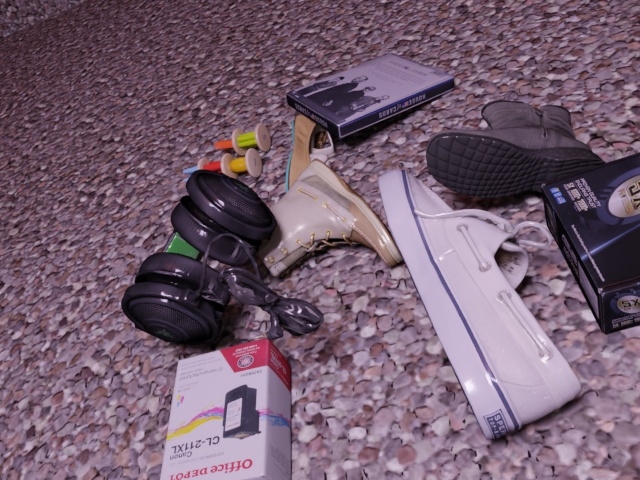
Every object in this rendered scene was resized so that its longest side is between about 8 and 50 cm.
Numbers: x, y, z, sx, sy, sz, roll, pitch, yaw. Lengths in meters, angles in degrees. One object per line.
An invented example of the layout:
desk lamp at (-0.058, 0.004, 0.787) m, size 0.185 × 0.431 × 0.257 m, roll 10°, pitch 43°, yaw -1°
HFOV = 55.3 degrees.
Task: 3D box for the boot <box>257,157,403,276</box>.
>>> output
boot at (0.000, 0.000, 0.861) m, size 0.165 × 0.077 × 0.213 m, roll -42°, pitch 59°, yaw -1°

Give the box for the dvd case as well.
dvd case at (0.084, -0.262, 1.070) m, size 0.239 × 0.029 × 0.179 m, roll -26°, pitch 39°, yaw -20°

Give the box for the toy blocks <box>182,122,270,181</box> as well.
toy blocks at (-0.176, -0.155, 1.125) m, size 0.148 × 0.054 × 0.123 m, roll -7°, pitch 47°, yaw 23°

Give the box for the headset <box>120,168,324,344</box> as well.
headset at (-0.133, 0.038, 0.802) m, size 0.243 × 0.185 × 0.394 m, roll -63°, pitch 19°, yaw -7°

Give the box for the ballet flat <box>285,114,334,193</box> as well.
ballet flat at (-0.015, -0.140, 1.010) m, size 0.073 × 0.080 × 0.232 m, roll -6°, pitch 46°, yaw 8°

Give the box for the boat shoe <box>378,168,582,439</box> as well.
boat shoe at (0.183, 0.029, 0.693) m, size 0.157 × 0.135 × 0.367 m, roll -24°, pitch 44°, yaw 6°

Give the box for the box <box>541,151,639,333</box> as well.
box at (0.350, -0.005, 0.678) m, size 0.148 × 0.077 × 0.180 m, roll -17°, pitch 43°, yaw 11°

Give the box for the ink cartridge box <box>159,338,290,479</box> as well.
ink cartridge box at (-0.104, 0.215, 0.706) m, size 0.128 × 0.072 × 0.175 m, roll -16°, pitch 42°, yaw 12°

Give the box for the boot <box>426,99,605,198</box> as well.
boot at (0.242, -0.133, 0.818) m, size 0.247 × 0.083 × 0.161 m, roll 5°, pitch 40°, yaw -12°
